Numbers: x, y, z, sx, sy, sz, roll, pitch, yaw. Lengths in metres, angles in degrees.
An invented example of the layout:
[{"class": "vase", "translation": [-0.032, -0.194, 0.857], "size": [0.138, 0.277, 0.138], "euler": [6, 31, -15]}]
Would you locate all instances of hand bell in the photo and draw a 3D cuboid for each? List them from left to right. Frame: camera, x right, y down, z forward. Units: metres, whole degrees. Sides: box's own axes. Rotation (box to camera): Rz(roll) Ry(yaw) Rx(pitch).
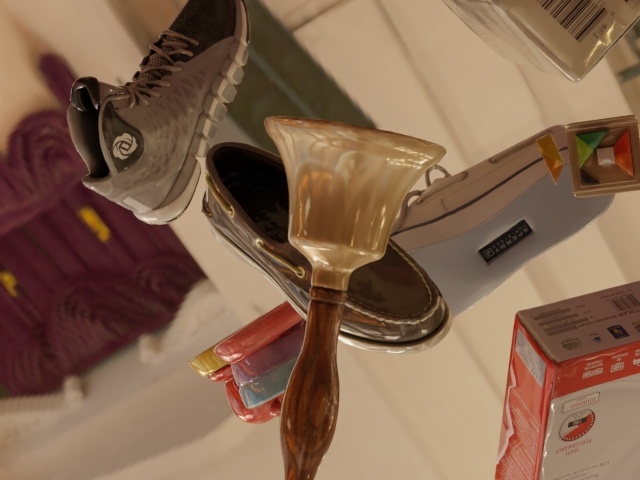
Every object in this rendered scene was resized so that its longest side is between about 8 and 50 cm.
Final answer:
[{"class": "hand bell", "translation": [0.004, 0.046, 0.894], "size": [0.126, 0.126, 0.242], "euler": [9, -90, 51]}]

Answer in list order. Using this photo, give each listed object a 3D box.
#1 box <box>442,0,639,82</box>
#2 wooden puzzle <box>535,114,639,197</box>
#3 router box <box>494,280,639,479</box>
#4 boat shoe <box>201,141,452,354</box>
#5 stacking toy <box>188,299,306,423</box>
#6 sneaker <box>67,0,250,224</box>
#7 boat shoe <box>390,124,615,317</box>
[{"class": "box", "translation": [0.197, -0.225, 1.225], "size": [0.094, 0.113, 0.275], "euler": [-48, -170, 5]}, {"class": "wooden puzzle", "translation": [0.267, -0.078, 1.238], "size": [0.116, 0.079, 0.014], "euler": [-14, -172, 17]}, {"class": "router box", "translation": [0.348, 0.172, 1.338], "size": [0.335, 0.301, 0.082], "euler": [-13, -141, -17]}, {"class": "boat shoe", "translation": [-0.003, 0.003, 1.255], "size": [0.305, 0.091, 0.109], "euler": [33, -120, 33]}, {"class": "stacking toy", "translation": [-0.011, 0.132, 1.711], "size": [0.279, 0.130, 0.309], "euler": [-32, 179, -14]}, {"class": "sneaker", "translation": [-0.146, -0.137, 1.134], "size": [0.086, 0.132, 0.229], "euler": [7, -102, 44]}, {"class": "boat shoe", "translation": [0.158, -0.026, 1.547], "size": [0.367, 0.136, 0.156], "euler": [-34, -147, 12]}]
